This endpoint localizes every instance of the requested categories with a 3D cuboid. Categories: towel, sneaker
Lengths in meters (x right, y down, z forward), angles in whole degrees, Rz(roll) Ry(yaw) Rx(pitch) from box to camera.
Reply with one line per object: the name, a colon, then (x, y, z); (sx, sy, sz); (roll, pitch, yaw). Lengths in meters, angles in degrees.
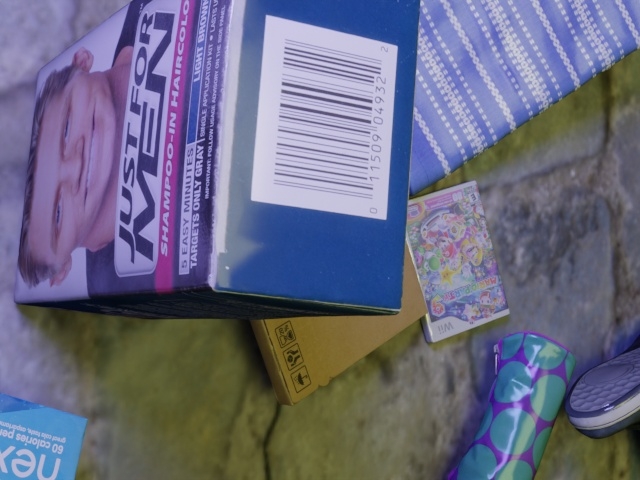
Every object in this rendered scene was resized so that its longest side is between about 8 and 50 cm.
towel: (0.145, -0.219, 0.917); (0.336, 0.040, 0.243); (-33, 103, -12)
sneaker: (0.307, 0.173, 0.969); (0.226, 0.086, 0.164); (-21, 97, -45)

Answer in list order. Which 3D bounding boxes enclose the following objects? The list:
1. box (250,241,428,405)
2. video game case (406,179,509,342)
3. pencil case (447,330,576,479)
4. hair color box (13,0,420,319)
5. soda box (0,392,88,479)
box: (0.000, 0.000, 0.842); (0.164, 0.021, 0.201); (-29, 108, -38)
video game case: (0.113, 0.017, 0.938); (0.087, 0.011, 0.122); (-17, 94, -29)
pencil case: (0.160, 0.155, 0.923); (0.070, 0.064, 0.152); (19, 74, 13)
hair color box: (-0.082, -0.043, 0.644); (0.105, 0.347, 0.174); (8, 82, -28)
soda box: (-0.251, 0.116, 0.665); (0.210, 0.067, 0.071); (28, 65, -41)
